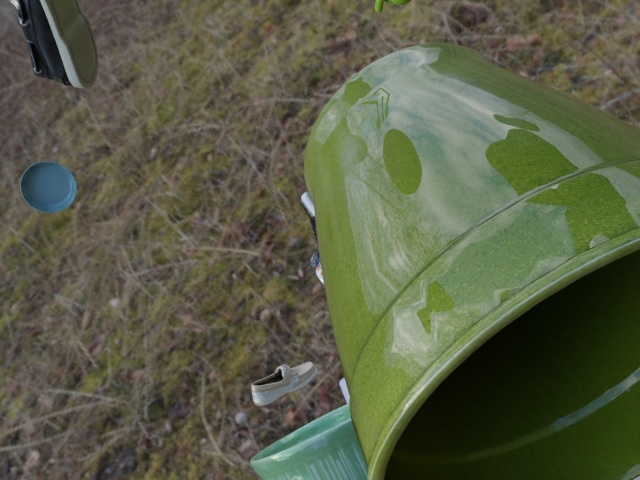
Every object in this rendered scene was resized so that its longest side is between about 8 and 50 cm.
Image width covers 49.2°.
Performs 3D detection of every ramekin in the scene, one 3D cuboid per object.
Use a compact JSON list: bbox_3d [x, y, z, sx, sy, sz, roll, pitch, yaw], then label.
[{"bbox_3d":[0.046,0.375,1.195,0.303,0.148,0.303,-26,-8,-4],"label":"ramekin"}]

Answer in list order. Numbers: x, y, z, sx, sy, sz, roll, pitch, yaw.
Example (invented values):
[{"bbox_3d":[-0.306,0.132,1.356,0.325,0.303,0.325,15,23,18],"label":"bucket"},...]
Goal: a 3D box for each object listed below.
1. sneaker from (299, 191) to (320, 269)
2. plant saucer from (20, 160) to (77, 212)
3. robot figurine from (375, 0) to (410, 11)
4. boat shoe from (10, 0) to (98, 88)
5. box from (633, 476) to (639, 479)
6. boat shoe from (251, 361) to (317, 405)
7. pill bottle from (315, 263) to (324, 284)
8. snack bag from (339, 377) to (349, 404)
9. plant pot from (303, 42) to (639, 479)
[{"bbox_3d":[0.000,0.000,1.638,0.121,0.217,0.079,-40,8,21],"label":"sneaker"},{"bbox_3d":[-0.608,-0.122,1.568,0.119,0.119,0.021,-38,23,2],"label":"plant saucer"},{"bbox_3d":[0.127,-0.465,1.263,0.115,0.067,0.101,33,81,37],"label":"robot figurine"},{"bbox_3d":[-0.452,-0.401,1.106,0.113,0.340,0.127,4,47,9],"label":"boat shoe"},{"bbox_3d":[0.556,0.448,1.057,0.182,0.119,0.180,-24,74,34],"label":"box"},{"bbox_3d":[-0.083,0.317,1.608,0.170,0.059,0.063,-26,19,-28],"label":"boat shoe"},{"bbox_3d":[0.067,0.037,1.501,0.152,0.086,0.086,-49,30,18],"label":"pill bottle"},{"bbox_3d":[0.181,0.301,1.552,0.323,0.037,0.342,-50,23,7],"label":"snack bag"},{"bbox_3d":[0.147,0.009,0.628,0.366,0.366,0.353,-35,46,7],"label":"plant pot"}]
